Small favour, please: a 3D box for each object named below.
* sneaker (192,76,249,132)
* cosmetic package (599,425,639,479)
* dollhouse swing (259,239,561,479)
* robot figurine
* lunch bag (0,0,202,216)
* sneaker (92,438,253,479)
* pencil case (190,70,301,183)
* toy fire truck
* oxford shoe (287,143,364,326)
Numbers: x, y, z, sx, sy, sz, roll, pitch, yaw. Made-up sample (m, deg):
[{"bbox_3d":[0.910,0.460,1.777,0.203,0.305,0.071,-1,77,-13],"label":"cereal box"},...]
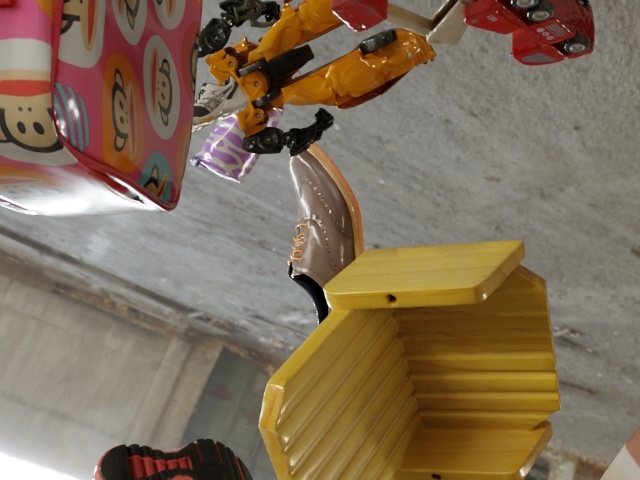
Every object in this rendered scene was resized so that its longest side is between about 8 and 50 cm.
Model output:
[{"bbox_3d":[-0.107,-0.126,0.648,0.032,0.083,0.037,-18,102,53],"label":"sneaker"},{"bbox_3d":[0.363,0.144,0.566,0.129,0.153,0.296,48,143,35],"label":"cosmetic package"},{"bbox_3d":[0.141,0.228,0.924,0.315,0.305,0.346,-4,117,22],"label":"dollhouse swing"},{"bbox_3d":[-0.014,-0.234,0.889,0.085,0.291,0.211,-93,-22,-69],"label":"robot figurine"},{"bbox_3d":[-0.145,-0.165,0.384,0.120,0.293,0.258,0,172,2],"label":"lunch bag"},{"bbox_3d":[-0.273,0.443,1.272,0.314,0.136,0.116,15,-146,-34],"label":"sneaker"},{"bbox_3d":[-0.109,-0.183,1.041,0.086,0.206,0.088,32,178,-36],"label":"pencil case"},{"bbox_3d":[0.116,-0.182,0.551,0.135,0.047,0.192,-7,165,43],"label":"toy fire truck"},{"bbox_3d":[0.000,0.000,1.210,0.133,0.363,0.130,-18,171,-19],"label":"oxford shoe"}]
